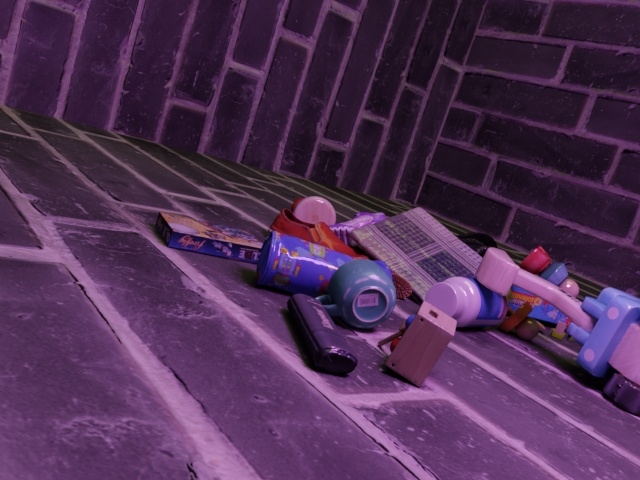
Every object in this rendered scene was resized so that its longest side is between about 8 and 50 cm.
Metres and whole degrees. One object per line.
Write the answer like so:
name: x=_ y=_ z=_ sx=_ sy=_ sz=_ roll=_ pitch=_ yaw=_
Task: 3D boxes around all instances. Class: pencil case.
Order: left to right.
pencil case: x=0.008 y=0.068 z=1.405 sx=0.306 sy=0.119 sz=0.133 roll=15 pitch=35 yaw=-18

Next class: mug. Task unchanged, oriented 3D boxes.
mug: x=0.078 y=0.122 z=1.290 sx=0.129 sy=0.158 sz=0.097 roll=40 pitch=5 yaw=-21

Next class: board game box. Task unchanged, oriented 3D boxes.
board game box: x=-0.262 y=-0.005 z=1.544 sx=0.243 sy=0.042 sz=0.165 roll=13 pitch=12 yaw=-28
board game box: x=0.601 y=0.159 z=2.013 sx=0.301 sy=0.086 sz=0.308 roll=14 pitch=8 yaw=-18

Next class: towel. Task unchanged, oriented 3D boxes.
towel: x=0.285 y=0.040 z=1.818 sx=0.312 sy=0.056 sz=0.324 roll=-19 pitch=50 yaw=-35

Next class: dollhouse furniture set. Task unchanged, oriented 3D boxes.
dollhouse furniture set: x=0.661 y=0.237 z=1.828 sx=0.151 sy=0.059 sz=0.076 roll=20 pitch=10 yaw=8

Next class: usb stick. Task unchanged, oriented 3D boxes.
usb stick: x=-0.003 y=0.158 z=1.129 sx=0.077 sy=0.045 sz=0.278 roll=14 pitch=11 yaw=-16

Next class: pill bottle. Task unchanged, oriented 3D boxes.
pill bottle: x=0.357 y=0.151 z=1.568 sx=0.221 sy=0.124 sz=0.124 roll=8 pitch=14 yaw=-47

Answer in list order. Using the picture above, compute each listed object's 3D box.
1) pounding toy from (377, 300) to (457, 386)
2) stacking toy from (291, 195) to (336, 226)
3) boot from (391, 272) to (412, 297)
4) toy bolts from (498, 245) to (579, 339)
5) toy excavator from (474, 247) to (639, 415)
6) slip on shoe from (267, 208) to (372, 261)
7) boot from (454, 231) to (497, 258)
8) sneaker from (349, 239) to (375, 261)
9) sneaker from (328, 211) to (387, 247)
pounding toy: x=0.166 y=0.178 z=1.140 sx=0.100 sy=0.130 sz=0.141 roll=32 pitch=13 yaw=9
stacking toy: x=-0.043 y=-0.096 z=2.183 sx=0.141 sy=0.141 sz=0.330 roll=16 pitch=7 yaw=-12
boot: x=0.173 y=0.106 z=1.688 sx=0.157 sy=0.059 sz=0.084 roll=21 pitch=6 yaw=19
toy bolts: x=0.567 y=0.139 z=1.689 sx=0.158 sy=0.228 sz=0.218 roll=46 pitch=27 yaw=14
toy excavator: x=0.629 y=0.184 z=1.479 sx=0.432 sy=0.222 sz=0.445 roll=14 pitch=16 yaw=-29
slip on shoe: x=0.000 y=0.000 z=1.816 sx=0.331 sy=0.101 sz=0.123 roll=24 pitch=10 yaw=24
boot: x=0.641 y=0.056 z=2.524 sx=0.348 sy=0.131 sz=0.260 roll=-2 pitch=13 yaw=-33
sneaker: x=0.268 y=0.029 z=1.992 sx=0.384 sy=0.147 sz=0.145 roll=13 pitch=12 yaw=-23
sneaker: x=0.117 y=-0.040 z=2.035 sx=0.236 sy=0.095 sz=0.105 roll=-7 pitch=47 yaw=-4
